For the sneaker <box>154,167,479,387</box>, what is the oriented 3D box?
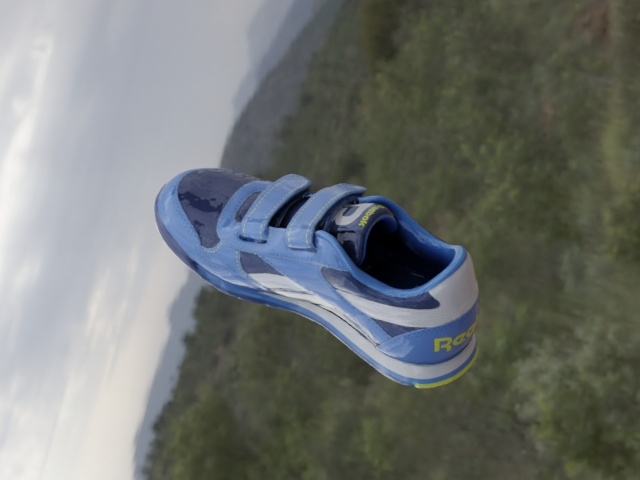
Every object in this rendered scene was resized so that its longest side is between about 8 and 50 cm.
[{"bbox_3d":[0.000,0.000,0.500,0.053,0.144,0.059,-53,-21,-37],"label":"sneaker"}]
